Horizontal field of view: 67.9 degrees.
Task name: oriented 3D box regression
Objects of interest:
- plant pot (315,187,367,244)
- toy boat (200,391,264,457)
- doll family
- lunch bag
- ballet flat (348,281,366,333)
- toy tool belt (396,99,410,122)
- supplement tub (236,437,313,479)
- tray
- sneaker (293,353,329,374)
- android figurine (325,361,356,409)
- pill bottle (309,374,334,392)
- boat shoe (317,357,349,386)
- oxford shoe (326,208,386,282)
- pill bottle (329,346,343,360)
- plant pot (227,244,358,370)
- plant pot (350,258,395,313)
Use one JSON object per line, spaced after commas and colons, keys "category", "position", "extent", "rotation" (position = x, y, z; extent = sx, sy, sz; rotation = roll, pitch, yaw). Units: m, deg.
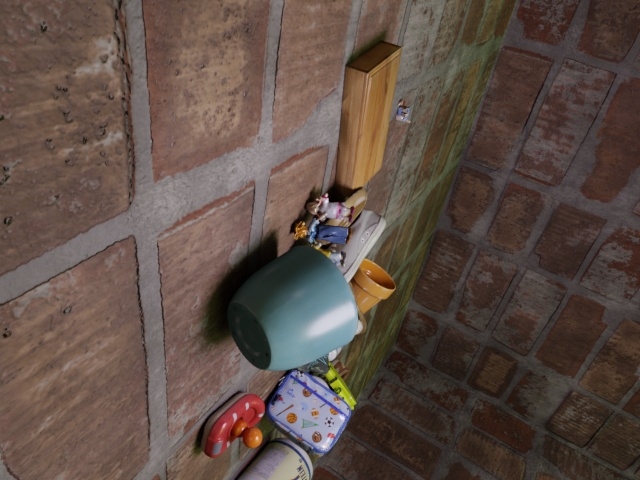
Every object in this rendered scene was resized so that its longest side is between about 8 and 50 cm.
{"category": "plant pot", "position": [0.073, -0.068, 1.519], "extent": [0.236, 0.032, 0.236], "rotation": [-46, 171, -9]}
{"category": "toy boat", "position": [-0.242, 0.575, 1.450], "extent": [0.231, 0.151, 0.151], "rotation": [-29, 140, -57]}
{"category": "doll family", "position": [0.000, 0.000, 1.371], "extent": [0.118, 0.163, 0.263], "rotation": [-92, -169, -56]}
{"category": "lunch bag", "position": [-0.049, 0.643, 1.808], "extent": [0.243, 0.303, 0.115], "rotation": [-49, 168, -33]}
{"category": "ballet flat", "position": [0.114, 0.298, 1.910], "extent": [0.124, 0.116, 0.343], "rotation": [-91, 168, -54]}
{"category": "toy tool belt", "position": [0.304, -0.460, 1.698], "extent": [0.052, 0.051, 0.083], "rotation": [-50, 155, -33]}
{"category": "supplement tub", "position": [-0.202, 0.991, 1.917], "extent": [0.324, 0.235, 0.236], "rotation": [-34, 144, -54]}
{"category": "tray", "position": [0.136, -0.343, 1.402], "extent": [0.203, 0.076, 0.411], "rotation": [-48, 153, -38]}
{"category": "sneaker", "position": [-0.051, 0.452, 1.834], "extent": [0.267, 0.101, 0.106], "rotation": [26, 76, -56]}
{"category": "android figurine", "position": [0.073, 0.633, 2.094], "extent": [0.056, 0.248, 0.273], "rotation": [-33, 115, -4]}
{"category": "pill bottle", "position": [-0.031, 0.686, 2.051], "extent": [0.182, 0.181, 0.323], "rotation": [-58, 159, -15]}
{"category": "boat shoe", "position": [0.036, 0.722, 2.345], "extent": [0.324, 0.119, 0.123], "rotation": [-47, 153, -39]}
{"category": "oxford shoe", "position": [0.068, 0.060, 1.628], "extent": [0.450, 0.130, 0.169], "rotation": [-55, -171, -25]}
{"category": "pill bottle", "position": [0.036, 0.454, 2.047], "extent": [0.180, 0.107, 0.108], "rotation": [-36, 146, -51]}
{"category": "plant pot", "position": [-0.090, 0.190, 1.202], "extent": [0.235, 0.293, 0.293], "rotation": [-26, 140, -37]}
{"category": "plant pot", "position": [0.183, 0.208, 2.022], "extent": [0.188, 0.205, 0.205], "rotation": [-54, 164, 20]}
